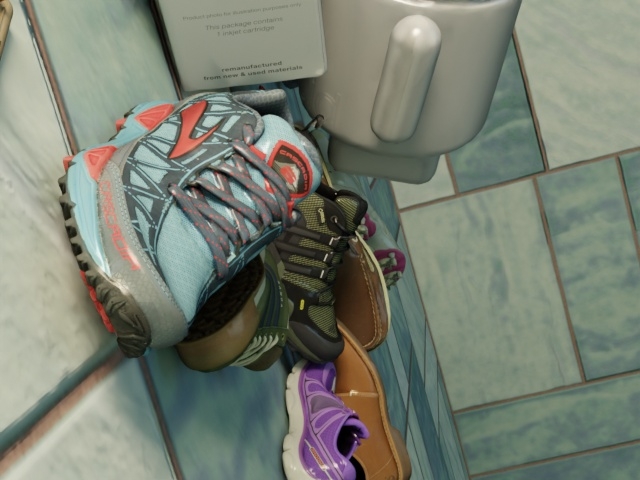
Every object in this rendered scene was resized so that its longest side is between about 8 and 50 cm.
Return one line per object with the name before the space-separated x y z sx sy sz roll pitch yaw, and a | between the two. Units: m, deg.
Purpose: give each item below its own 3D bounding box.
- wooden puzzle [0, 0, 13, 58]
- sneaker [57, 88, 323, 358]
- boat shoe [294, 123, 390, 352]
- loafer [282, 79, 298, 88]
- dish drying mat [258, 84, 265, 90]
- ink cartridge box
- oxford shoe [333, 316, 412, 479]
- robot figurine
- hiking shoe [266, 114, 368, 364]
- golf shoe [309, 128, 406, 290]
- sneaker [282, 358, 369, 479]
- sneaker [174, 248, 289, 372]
wooden puzzle | -0.161 -0.111 0.411 0.078 0.014 0.116 63 15 -53
sneaker | -0.064 -0.035 0.526 0.262 0.125 0.104 -87 160 -61
boat shoe | -0.007 0.003 0.932 0.257 0.095 0.095 63 9 0
loafer | -0.049 -0.315 1.132 0.302 0.095 0.109 61 18 -53
dish drying mat | -0.065 -0.147 1.055 0.083 0.008 0.032 -91 163 -51
ink cartridge box | -0.077 -0.303 0.689 0.307 0.129 0.223 83 1 -55
oxford shoe | 0.021 0.168 0.919 0.076 0.076 0.212 -25 91 -40
robot figurine | 0.087 -0.221 0.875 0.300 0.199 0.353 -87 -175 -48
hiking shoe | -0.006 0.005 0.824 0.086 0.114 0.227 -69 140 -71
golf shoe | 0.031 -0.025 1.133 0.306 0.115 0.140 60 14 -62
sneaker | 0.009 0.166 0.820 0.170 0.071 0.068 -91 164 -59
sneaker | -0.051 0.058 0.640 0.192 0.064 0.086 -89 157 -69
